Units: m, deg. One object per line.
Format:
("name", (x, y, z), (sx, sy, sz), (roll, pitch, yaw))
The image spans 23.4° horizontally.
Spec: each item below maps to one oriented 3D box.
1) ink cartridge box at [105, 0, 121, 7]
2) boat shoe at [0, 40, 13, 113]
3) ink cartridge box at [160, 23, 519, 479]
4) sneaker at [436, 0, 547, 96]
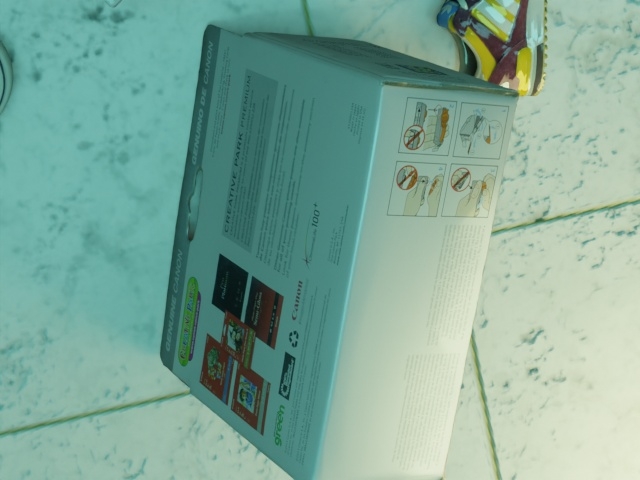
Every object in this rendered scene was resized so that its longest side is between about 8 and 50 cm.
("ink cartridge box", (-0.143, -0.363, 1.145), (0.296, 0.066, 0.261), (-44, 103, -7))
("boat shoe", (-0.404, -0.070, 1.184), (0.341, 0.158, 0.127), (-22, 105, 1))
("ink cartridge box", (0.000, 0.000, 1.219), (0.130, 0.272, 0.309), (1, 106, -33))
("sneaker", (0.135, -0.202, 1.241), (0.084, 0.069, 0.185), (-7, 104, -8))
